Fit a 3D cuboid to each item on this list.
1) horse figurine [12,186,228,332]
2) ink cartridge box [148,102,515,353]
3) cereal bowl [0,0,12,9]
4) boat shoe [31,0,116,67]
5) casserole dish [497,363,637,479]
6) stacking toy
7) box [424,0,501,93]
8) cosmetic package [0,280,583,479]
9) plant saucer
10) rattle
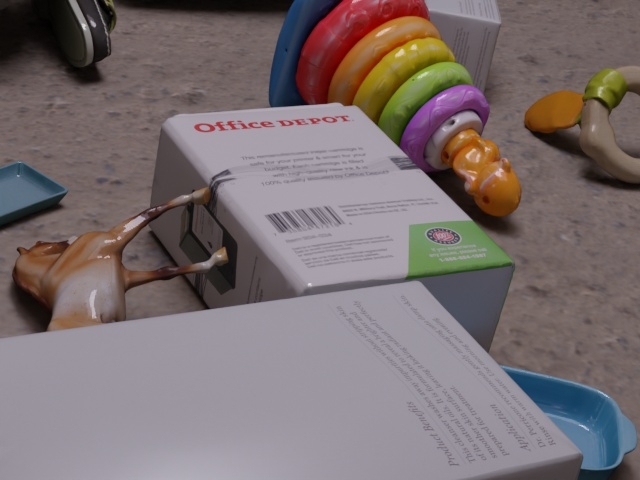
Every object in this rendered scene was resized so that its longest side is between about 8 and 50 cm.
[{"bbox_3d":[-0.150,0.056,1.176,0.174,0.066,0.263,-16,42,-1],"label":"horse figurine"},{"bbox_3d":[0.000,0.000,1.299,0.198,0.115,0.273,-6,35,-29],"label":"ink cartridge box"},{"bbox_3d":[-0.401,-0.297,1.563,0.339,0.141,0.339,-11,1,0],"label":"cereal bowl"},{"bbox_3d":[-0.258,-0.253,1.670,0.068,0.081,0.228,-7,32,-22],"label":"boat shoe"},{"bbox_3d":[0.147,0.142,1.188,0.188,0.037,0.114,12,30,2],"label":"casserole dish"},{"bbox_3d":[0.102,-0.131,1.547,0.165,0.175,0.302,-18,52,-36],"label":"stacking toy"},{"bbox_3d":[0.148,-0.224,1.743,0.087,0.101,0.102,9,29,-4],"label":"box"},{"bbox_3d":[-0.058,0.160,0.973,0.385,0.156,0.217,-7,35,-27],"label":"cosmetic package"},{"bbox_3d":[-0.310,-0.024,1.330,0.067,0.018,0.192,30,34,29],"label":"plant saucer"},{"bbox_3d":[0.342,-0.102,1.676,0.199,0.143,0.130,14,59,-26],"label":"rattle"}]
